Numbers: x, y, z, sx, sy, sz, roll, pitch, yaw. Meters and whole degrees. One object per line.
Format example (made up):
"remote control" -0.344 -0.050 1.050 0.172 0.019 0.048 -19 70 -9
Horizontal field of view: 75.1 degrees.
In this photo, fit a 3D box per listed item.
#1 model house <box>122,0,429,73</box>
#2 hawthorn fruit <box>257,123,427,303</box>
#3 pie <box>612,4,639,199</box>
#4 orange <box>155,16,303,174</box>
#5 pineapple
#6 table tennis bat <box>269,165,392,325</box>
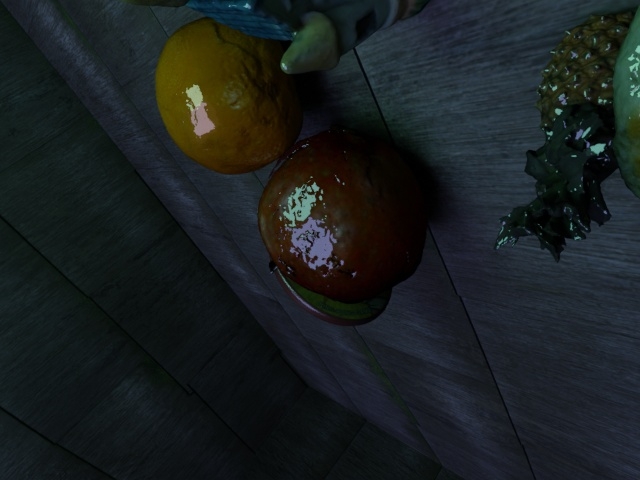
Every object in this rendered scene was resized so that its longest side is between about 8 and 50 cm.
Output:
"model house" -0.044 -0.298 0.402 0.194 0.325 0.267 28 151 33
"hawthorn fruit" 0.045 -0.037 0.735 0.316 0.316 0.315 34 153 20
"pie" 0.303 -0.127 0.293 0.240 0.241 0.054 62 176 -33
"orange" -0.156 -0.246 0.720 0.261 0.261 0.261 34 153 20
"pineapple" 0.240 -0.096 0.384 0.125 0.251 0.125 28 161 10
"table tennis bat" 0.000 0.000 0.908 0.414 0.268 0.051 61 144 26
